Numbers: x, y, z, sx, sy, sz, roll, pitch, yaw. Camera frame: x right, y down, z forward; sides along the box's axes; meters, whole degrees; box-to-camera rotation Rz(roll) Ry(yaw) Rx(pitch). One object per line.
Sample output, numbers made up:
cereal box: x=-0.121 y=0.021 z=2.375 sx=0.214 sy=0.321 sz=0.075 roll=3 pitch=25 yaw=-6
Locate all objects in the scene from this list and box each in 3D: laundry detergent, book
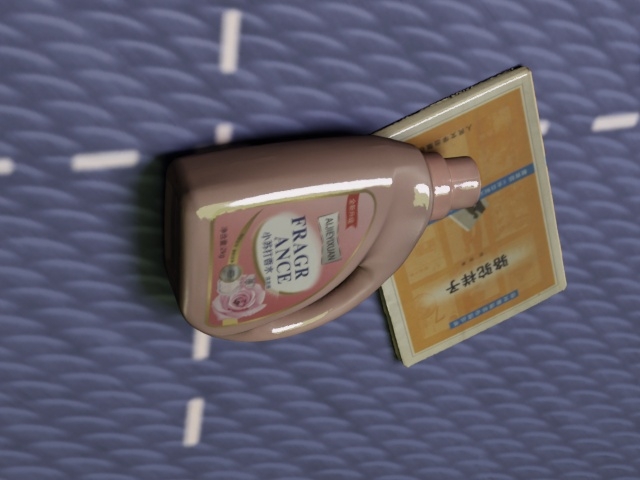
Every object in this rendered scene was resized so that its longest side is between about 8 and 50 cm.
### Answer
laundry detergent: x=0.000 y=0.000 z=1.084 sx=0.237 sy=0.076 sz=0.171 roll=-8 pitch=130 yaw=-18
book: x=0.118 y=-0.014 z=1.183 sx=0.170 sy=0.018 sz=0.242 roll=-25 pitch=130 yaw=-9
